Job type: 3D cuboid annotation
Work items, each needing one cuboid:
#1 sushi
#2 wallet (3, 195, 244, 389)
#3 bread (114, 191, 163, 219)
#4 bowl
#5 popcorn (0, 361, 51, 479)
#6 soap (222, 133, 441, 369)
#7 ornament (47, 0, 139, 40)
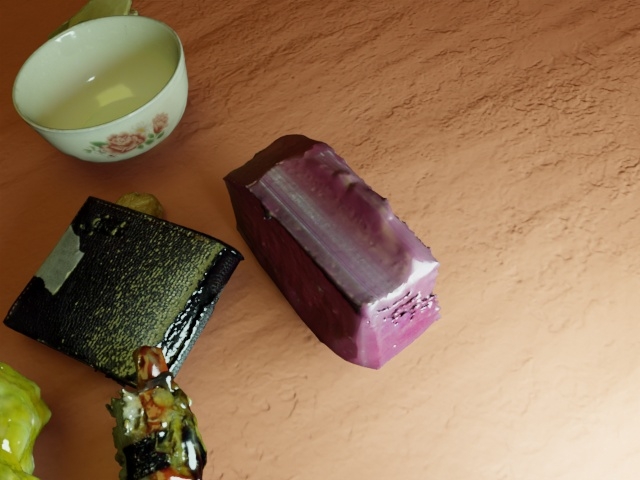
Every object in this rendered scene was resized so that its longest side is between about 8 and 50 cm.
[{"bbox_3d":[-0.179,0.229,0.680,0.103,0.097,0.225,-13,70,-9],"label":"sushi"},{"bbox_3d":[-0.263,0.063,0.814,0.262,0.071,0.220,19,70,20],"label":"wallet"},{"bbox_3d":[-0.277,-0.037,0.925,0.081,0.046,0.083,-26,53,-16],"label":"bread"},{"bbox_3d":[-0.340,-0.232,1.013,0.277,0.145,0.277,-5,53,7],"label":"bowl"},{"bbox_3d":[-0.406,0.244,0.642,0.277,0.225,0.276,2,52,-3],"label":"popcorn"},{"bbox_3d":[0.000,0.000,0.749,0.127,0.220,0.325,-30,57,-17],"label":"soap"},{"bbox_3d":[-0.460,-0.403,1.209,0.180,0.059,0.201,-2,57,12],"label":"ornament"}]
